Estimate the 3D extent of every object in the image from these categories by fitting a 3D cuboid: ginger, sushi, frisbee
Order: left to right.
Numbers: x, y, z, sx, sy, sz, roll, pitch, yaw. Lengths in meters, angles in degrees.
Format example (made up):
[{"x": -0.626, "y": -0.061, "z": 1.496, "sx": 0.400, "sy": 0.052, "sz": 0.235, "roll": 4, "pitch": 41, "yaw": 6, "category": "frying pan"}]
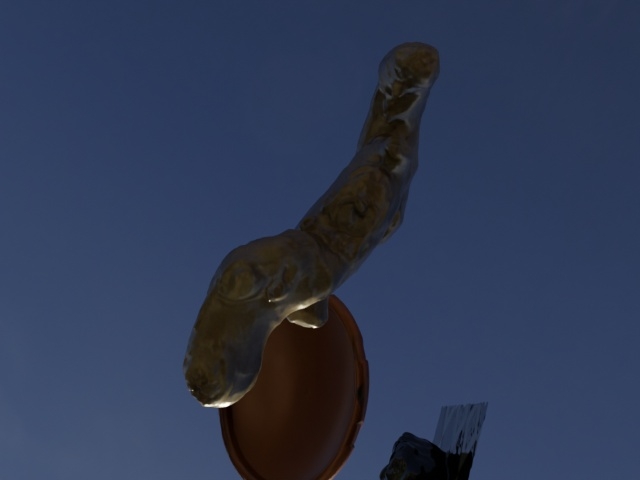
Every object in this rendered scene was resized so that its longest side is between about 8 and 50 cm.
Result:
[{"x": -0.020, "y": 0.133, "z": 1.343, "sx": 0.192, "sy": 0.035, "sz": 0.192, "roll": -12, "pitch": -108, "yaw": 44, "category": "frisbee"}, {"x": 0.002, "y": 0.005, "z": 0.915, "sx": 0.065, "sy": 0.258, "sz": 0.149, "roll": 26, "pitch": -23, "yaw": 15, "category": "ginger"}, {"x": 0.053, "y": 0.217, "z": 1.100, "sx": 0.047, "sy": 0.231, "sz": 0.219, "roll": 16, "pitch": -98, "yaw": -1, "category": "sushi"}]
